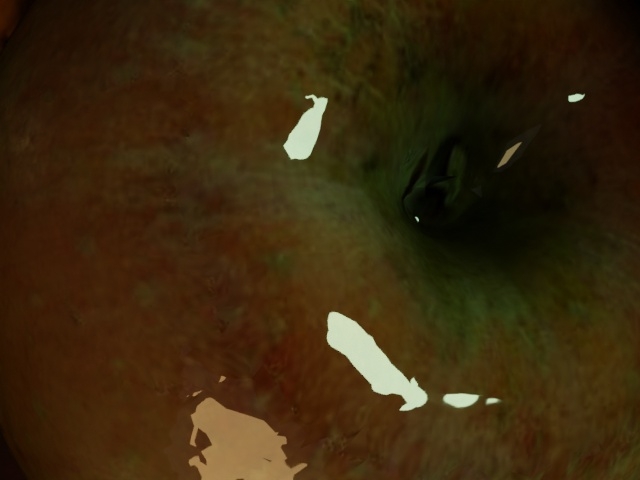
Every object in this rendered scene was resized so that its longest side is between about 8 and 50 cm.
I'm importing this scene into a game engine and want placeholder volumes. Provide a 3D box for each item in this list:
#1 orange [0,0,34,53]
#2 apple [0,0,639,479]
[{"bbox_3d":[-0.209,-0.138,0.682,0.193,0.193,0.161,-10,142,32],"label":"orange"},{"bbox_3d":[0.000,0.000,0.684,0.338,0.338,0.305,33,160,-20],"label":"apple"}]
